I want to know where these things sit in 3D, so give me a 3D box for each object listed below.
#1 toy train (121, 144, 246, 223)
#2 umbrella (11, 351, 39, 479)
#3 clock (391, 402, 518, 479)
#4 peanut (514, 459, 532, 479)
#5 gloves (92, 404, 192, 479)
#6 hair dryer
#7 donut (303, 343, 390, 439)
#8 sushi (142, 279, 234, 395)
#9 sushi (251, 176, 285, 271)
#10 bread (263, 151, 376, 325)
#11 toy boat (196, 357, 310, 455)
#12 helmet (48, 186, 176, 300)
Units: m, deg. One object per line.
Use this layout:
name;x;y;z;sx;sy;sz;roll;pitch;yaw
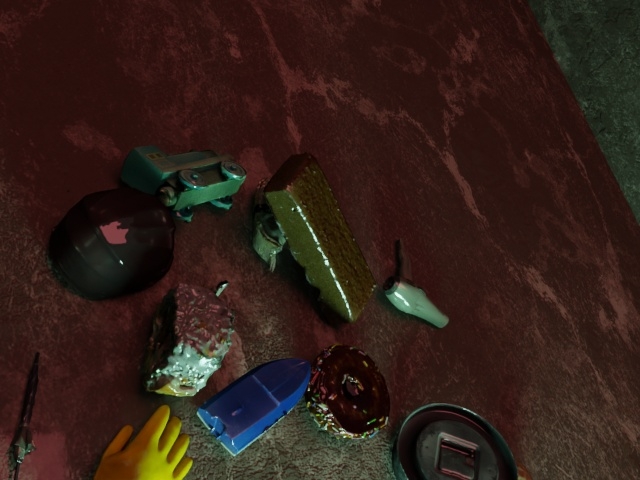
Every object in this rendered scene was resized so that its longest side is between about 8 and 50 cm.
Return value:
toy train;-0.314;-0.155;1.844;0.194;0.120;0.298;38;28;17
umbrella;-0.527;0.322;1.394;0.044;0.044;0.269;50;32;-47
clock;0.320;0.536;1.843;0.312;0.061;0.313;11;44;-11
peanut;0.458;0.664;1.892;0.136;0.120;0.298;44;40;-12
gloves;-0.337;0.432;1.444;0.294;0.116;0.133;-46;121;-56
hair dryer;0.283;0.133;2.181;0.229;0.092;0.267;45;32;-14
donut;0.056;0.361;1.805;0.235;0.089;0.235;22;49;-27
sushi;-0.274;0.191;1.588;0.139;0.184;0.274;22;47;-27
sushi;-0.134;-0.053;1.950;0.109;0.134;0.273;21;62;-9
bread;0.000;0.000;1.891;0.417;0.113;0.165;64;37;-25
toy boat;-0.122;0.338;1.664;0.129;0.088;0.295;44;46;16
helmet;-0.416;-0.018;1.637;0.305;0.177;0.225;-29;78;-46
